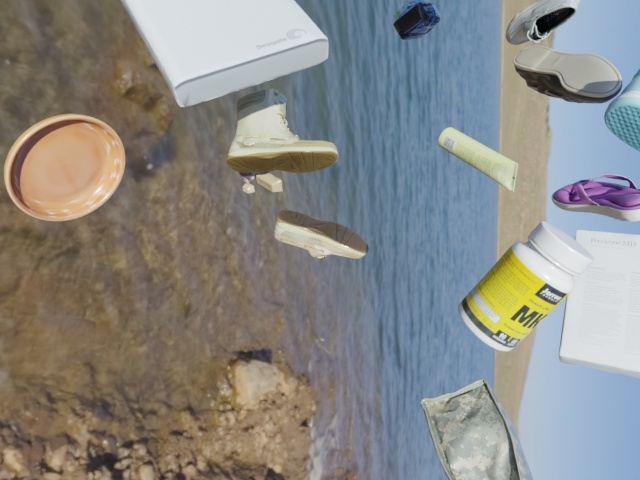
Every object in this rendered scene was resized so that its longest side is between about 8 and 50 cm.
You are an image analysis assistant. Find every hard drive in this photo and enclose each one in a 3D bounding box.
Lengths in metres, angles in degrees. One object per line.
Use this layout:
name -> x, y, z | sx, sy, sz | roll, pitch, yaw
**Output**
hard drive -> -0.174, -0.366, 0.765 | 0.353, 0.233, 0.047 | 58, -18, 28

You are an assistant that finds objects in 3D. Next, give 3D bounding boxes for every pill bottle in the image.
pill bottle -> 0.342, 0.077, 0.822 | 0.208, 0.119, 0.119 | -56, 173, 25

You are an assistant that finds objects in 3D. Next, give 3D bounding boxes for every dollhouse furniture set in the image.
dollhouse furniture set -> -0.108, -0.137, 1.062 | 0.081, 0.114, 0.091 | -40, 148, -31

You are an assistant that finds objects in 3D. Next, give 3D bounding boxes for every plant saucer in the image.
plant saucer -> -0.434, -0.126, 0.835 | 0.200, 0.037, 0.199 | -39, 151, -27

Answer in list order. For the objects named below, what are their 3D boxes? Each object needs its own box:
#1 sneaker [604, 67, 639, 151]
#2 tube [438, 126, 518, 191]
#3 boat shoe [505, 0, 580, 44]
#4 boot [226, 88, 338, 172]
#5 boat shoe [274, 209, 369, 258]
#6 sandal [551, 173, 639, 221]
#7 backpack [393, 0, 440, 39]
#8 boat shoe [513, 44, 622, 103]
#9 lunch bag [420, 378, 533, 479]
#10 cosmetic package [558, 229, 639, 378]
sneaker -> 0.742, -0.234, 0.972 | 0.208, 0.319, 0.127 | -53, -174, -18
tube -> 0.409, -0.216, 1.260 | 0.070, 0.240, 0.062 | 13, 115, -46
boat shoe -> 0.559, -0.557, 1.249 | 0.227, 0.079, 0.081 | -23, -132, 66
boot -> -0.070, -0.216, 0.949 | 0.077, 0.214, 0.165 | 72, 19, -64
boat shoe -> 0.000, 0.000, 1.524 | 0.109, 0.303, 0.098 | -65, 172, -57
sandal -> 0.893, -0.158, 1.539 | 0.102, 0.170, 0.416 | 63, -5, -16
backpack -> 0.264, -0.605, 1.328 | 0.114, 0.105, 0.084 | -21, 85, -45
boat shoe -> 0.632, -0.413, 1.245 | 0.095, 0.112, 0.335 | 41, 10, -38
lunch bag -> 0.324, 0.461, 0.940 | 0.235, 0.169, 0.286 | 57, 14, -43
cosmetic package -> 0.698, 0.139, 0.969 | 0.097, 0.378, 0.284 | 39, 63, -56
